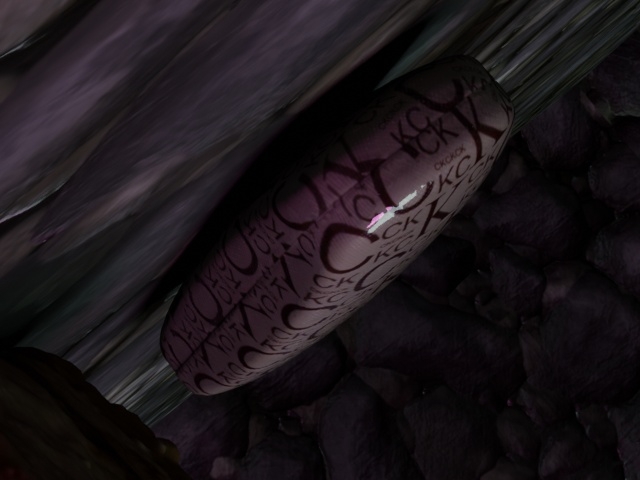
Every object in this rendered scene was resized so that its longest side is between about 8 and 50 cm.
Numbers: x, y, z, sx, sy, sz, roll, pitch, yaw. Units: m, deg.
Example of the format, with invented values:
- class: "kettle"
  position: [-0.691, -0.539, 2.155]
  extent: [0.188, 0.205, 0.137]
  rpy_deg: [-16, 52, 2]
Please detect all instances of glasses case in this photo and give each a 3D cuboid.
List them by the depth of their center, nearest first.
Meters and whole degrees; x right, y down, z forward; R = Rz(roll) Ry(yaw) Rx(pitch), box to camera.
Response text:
- class: "glasses case"
  position: [0.000, 0.000, 1.063]
  extent: [0.137, 0.085, 0.354]
  rpy_deg: [-38, 177, -24]

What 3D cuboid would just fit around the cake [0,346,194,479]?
- class: "cake"
  position: [-0.139, 0.155, 0.745]
  extent: [0.199, 0.196, 0.293]
  rpy_deg: [-42, 172, -1]
